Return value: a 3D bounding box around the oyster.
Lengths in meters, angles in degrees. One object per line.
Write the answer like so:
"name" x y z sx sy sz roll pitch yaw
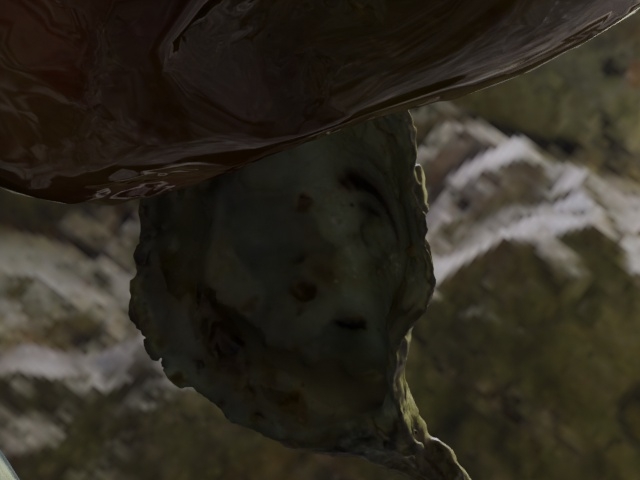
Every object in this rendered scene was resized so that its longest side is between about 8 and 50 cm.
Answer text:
"oyster" -0.022 0.015 1.214 0.111 0.204 0.396 -77 -22 -66

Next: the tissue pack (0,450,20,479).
"tissue pack" -0.182 0.303 0.984 0.162 0.388 0.287 -32 1 13

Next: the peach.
"peach" -0.013 -0.112 0.404 0.235 0.214 0.214 -52 -7 23
